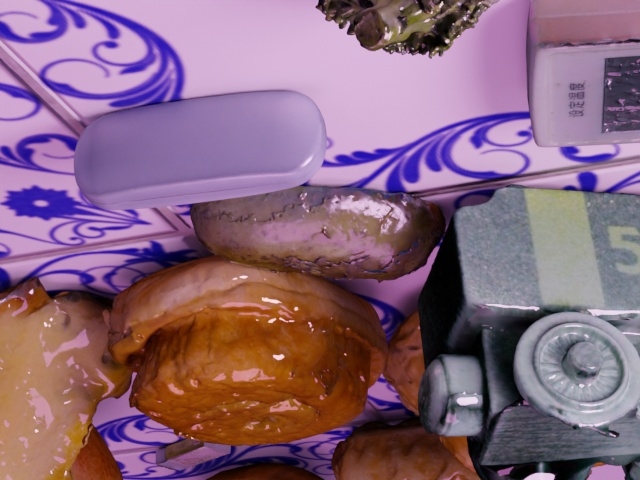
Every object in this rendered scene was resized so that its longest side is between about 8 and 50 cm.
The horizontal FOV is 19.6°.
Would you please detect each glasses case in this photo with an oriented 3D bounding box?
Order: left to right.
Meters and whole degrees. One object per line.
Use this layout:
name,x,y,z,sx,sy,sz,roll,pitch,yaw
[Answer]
glasses case,-0.083,-0.062,1.271,0.178,0.067,0.045,-7,153,14

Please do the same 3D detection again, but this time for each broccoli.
broccoli,0.047,-0.142,1.077,0.092,0.097,0.095,-33,161,-44

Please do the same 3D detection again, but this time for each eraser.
eraser,-0.136,0.224,1.964,0.038,0.019,0.083,20,149,-40

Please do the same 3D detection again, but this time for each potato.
potato,0.000,0.000,1.432,0.198,0.054,0.119,9,157,-19

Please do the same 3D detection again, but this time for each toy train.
toy train,0.218,0.077,1.378,0.299,0.238,0.167,3,144,-12

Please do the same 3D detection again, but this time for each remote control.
remote control,0.304,-0.115,1.183,0.344,0.050,0.145,-3,156,7

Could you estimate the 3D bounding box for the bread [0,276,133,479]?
bread,-0.271,0.133,1.635,0.174,0.251,0.133,13,-164,-31

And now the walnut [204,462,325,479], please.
walnut,-0.042,0.360,2.053,0.209,0.209,0.336,-9,155,19

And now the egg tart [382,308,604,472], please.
egg tart,0.205,0.133,1.641,0.319,0.128,0.319,-2,155,-1

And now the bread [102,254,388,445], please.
bread,-0.056,0.092,1.551,0.198,0.120,0.236,-20,150,33

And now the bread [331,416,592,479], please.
bread,0.139,0.216,1.857,0.269,0.098,0.087,-8,146,18

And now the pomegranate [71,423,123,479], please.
pomegranate,-0.309,0.276,1.777,0.229,0.270,0.252,-31,150,36
